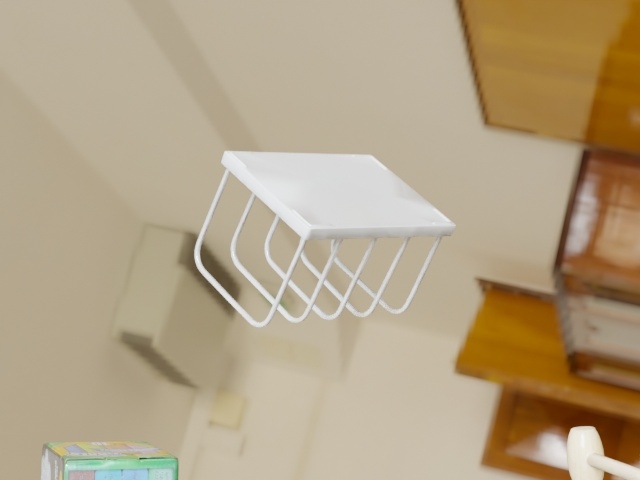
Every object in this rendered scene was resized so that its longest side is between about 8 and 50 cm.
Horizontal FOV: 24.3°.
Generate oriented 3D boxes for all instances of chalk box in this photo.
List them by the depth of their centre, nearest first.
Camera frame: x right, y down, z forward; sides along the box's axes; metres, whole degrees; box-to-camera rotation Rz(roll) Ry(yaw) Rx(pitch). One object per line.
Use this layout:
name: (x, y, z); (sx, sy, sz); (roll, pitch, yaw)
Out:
chalk box: (-0.233, 0.301, 1.667); (0.213, 0.132, 0.132); (180, 92, -71)

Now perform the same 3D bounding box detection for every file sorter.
file sorter: (0.000, 0.000, 2.024); (0.278, 0.193, 0.173); (-2, -55, -43)

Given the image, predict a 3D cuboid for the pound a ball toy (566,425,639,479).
pound a ball toy: (0.444, 0.315, 1.743); (0.319, 0.208, 0.136); (-144, 50, -71)
